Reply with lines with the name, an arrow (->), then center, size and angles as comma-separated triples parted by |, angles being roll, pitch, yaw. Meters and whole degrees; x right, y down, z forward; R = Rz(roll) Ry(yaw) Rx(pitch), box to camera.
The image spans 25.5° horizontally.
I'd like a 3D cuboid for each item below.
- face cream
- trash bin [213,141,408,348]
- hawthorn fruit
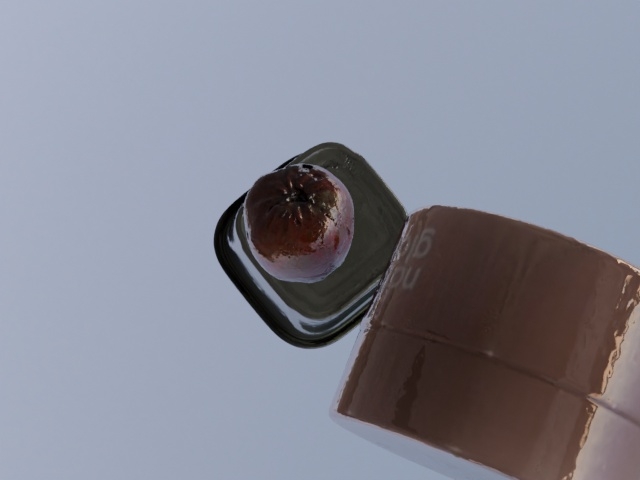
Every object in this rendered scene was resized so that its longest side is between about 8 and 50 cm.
face cream -> 0.089, 0.060, 0.647 | 0.149, 0.149, 0.104 | 12, -105, 45
trash bin -> 0.000, 0.000, 1.665 | 0.219, 0.220, 0.250 | -41, 178, -7
hawthorn fruit -> -0.012, -0.008, 0.870 | 0.077, 0.077, 0.077 | -23, -132, 28
